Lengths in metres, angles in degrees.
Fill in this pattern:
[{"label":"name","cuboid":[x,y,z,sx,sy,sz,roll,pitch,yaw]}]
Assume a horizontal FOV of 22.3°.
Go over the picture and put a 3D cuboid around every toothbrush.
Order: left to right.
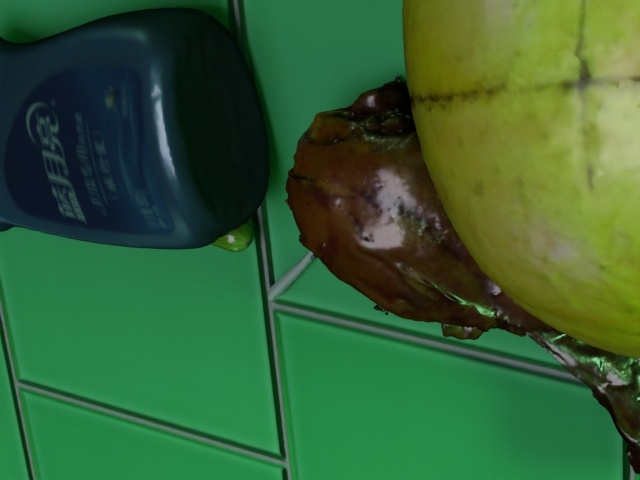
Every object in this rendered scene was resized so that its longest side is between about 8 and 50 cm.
[{"label":"toothbrush","cuboid":[0.000,0.000,0.998,0.131,0.011,0.013,-49,62,43]}]

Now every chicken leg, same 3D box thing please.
[{"label":"chicken leg","cuboid":[0.110,0.029,0.890,0.304,0.093,0.113,36,119,8]}]

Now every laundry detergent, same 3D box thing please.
[{"label":"laundry detergent","cuboid":[-0.173,-0.065,1.030,0.290,0.094,0.143,-1,115,36]}]

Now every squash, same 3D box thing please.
[{"label":"squash","cuboid":[-0.079,-0.010,1.040,0.089,0.027,0.027,12,121,35]}]

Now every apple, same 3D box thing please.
[{"label":"apple","cuboid":[0.166,-0.089,0.650,0.233,0.286,0.286,-7,111,30]}]
